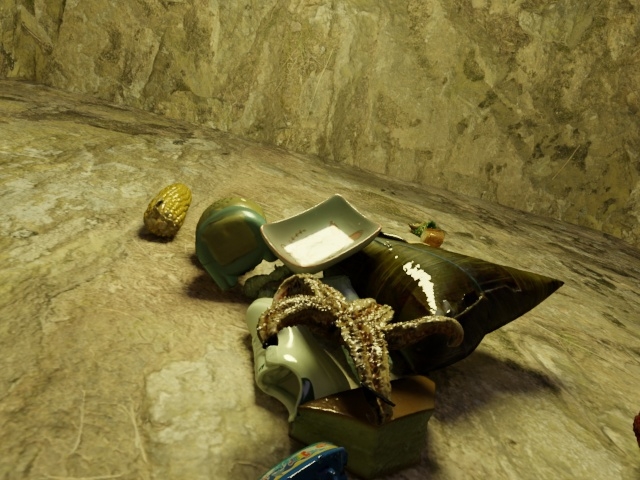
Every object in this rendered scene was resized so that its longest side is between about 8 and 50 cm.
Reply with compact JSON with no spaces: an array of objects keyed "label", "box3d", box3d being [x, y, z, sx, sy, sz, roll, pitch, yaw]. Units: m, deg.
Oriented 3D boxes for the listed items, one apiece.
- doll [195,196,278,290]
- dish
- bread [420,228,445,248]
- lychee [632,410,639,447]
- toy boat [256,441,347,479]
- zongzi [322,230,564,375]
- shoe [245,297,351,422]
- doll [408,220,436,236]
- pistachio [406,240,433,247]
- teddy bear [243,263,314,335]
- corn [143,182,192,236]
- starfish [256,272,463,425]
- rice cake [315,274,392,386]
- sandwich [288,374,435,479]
[{"label":"doll","box3d":[-0.201,-0.011,0.989,0.177,0.161,0.261,-33,17,-4]},{"label":"dish","box3d":[0.000,0.000,0.879,0.212,0.077,0.151,-26,49,-29]},{"label":"bread","box3d":[0.407,-0.005,1.579,0.070,0.076,0.083,19,21,0]},{"label":"lychee","box3d":[0.621,0.341,0.758,0.129,0.123,0.123,-4,25,-15]},{"label":"toy boat","box3d":[-0.019,0.290,0.459,0.175,0.091,0.110,-8,14,-39]},{"label":"zongzi","box3d":[0.258,0.078,0.977,0.432,0.207,0.403,-17,32,-28]},{"label":"shoe","box3d":[-0.068,0.185,0.701,0.110,0.095,0.265,-6,31,-44]},{"label":"doll","box3d":[0.392,-0.034,1.700,0.113,0.076,0.078,-5,-24,38]},{"label":"pistachio","box3d":[0.267,0.084,1.164,0.229,0.157,0.157,10,20,-31]},{"label":"teddy bear","box3d":[-0.056,0.109,0.882,0.133,0.111,0.213,-7,29,-39]},{"label":"corn","box3d":[-0.409,-0.093,1.173,0.106,0.106,0.293,11,18,-14]},{"label":"starfish","box3d":[0.056,0.137,0.645,0.312,0.113,0.303,11,14,-11]},{"label":"rice cake","box3d":[0.061,0.162,0.820,0.085,0.040,0.226,1,47,-37]},{"label":"sandwich","box3d":[0.087,0.260,0.616,0.258,0.094,0.096,1,20,-33]}]
